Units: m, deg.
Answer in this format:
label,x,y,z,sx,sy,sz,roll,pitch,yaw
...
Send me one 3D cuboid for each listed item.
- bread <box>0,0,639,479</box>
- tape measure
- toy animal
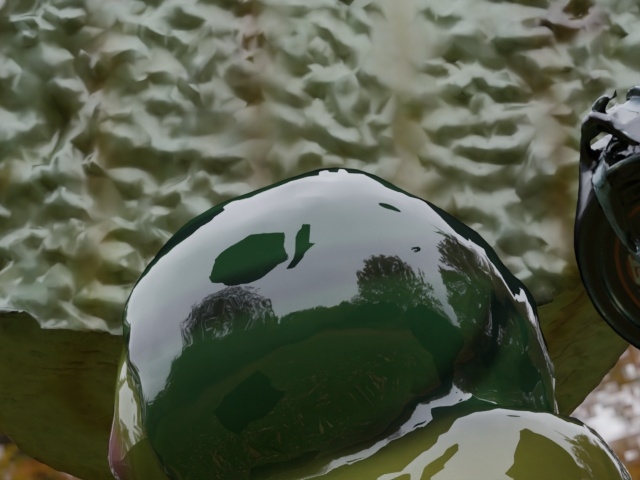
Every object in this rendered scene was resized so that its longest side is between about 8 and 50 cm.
label,x,y,z,sx,sy,sz,roll,pitch,yaw
bread,0.008,0.002,1.036,0.395,0.239,0.264,-1,-31,2
tape measure,0.127,-0.005,0.638,0.091,0.054,0.094,3,-67,34
toy animal,0.033,0.127,0.714,0.191,0.338,0.216,-21,-33,12
